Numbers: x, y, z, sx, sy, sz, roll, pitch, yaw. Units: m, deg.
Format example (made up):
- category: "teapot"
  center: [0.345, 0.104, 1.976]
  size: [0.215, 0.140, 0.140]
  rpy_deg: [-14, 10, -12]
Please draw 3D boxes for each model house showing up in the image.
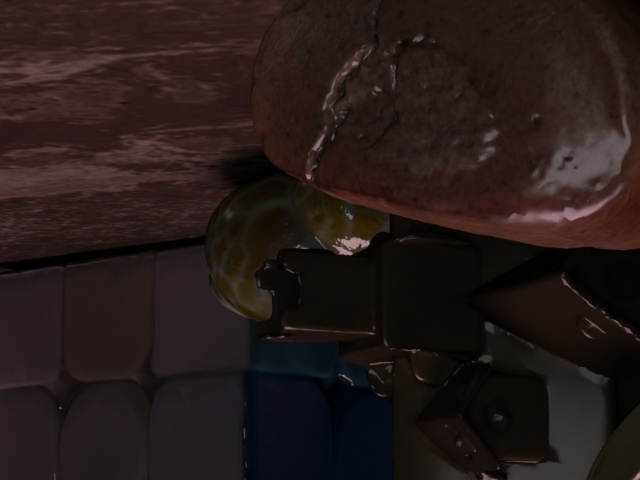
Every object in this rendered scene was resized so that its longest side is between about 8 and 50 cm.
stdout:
- category: "model house"
  center: [0.095, 0.032, 0.721]
  size: [0.243, 0.211, 0.204]
  rpy_deg: [4, 168, -21]

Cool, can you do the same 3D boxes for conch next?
- category: "conch"
  center: [-0.015, 0.000, 0.869]
  size: [0.116, 0.106, 0.173]
  rpy_deg: [-19, -163, -20]

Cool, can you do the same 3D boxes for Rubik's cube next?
- category: "Rubik's cube"
  center: [-0.085, 0.198, 1.298]
  size: [0.347, 0.346, 0.344]
  rpy_deg: [-6, 169, 36]

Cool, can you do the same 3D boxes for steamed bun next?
- category: "steamed bun"
  center: [0.071, -0.055, 0.549]
  size: [0.175, 0.106, 0.145]
  rpy_deg: [11, -177, 33]

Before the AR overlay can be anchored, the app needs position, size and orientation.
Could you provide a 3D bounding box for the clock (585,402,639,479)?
- category: "clock"
  center: [0.239, 0.118, 0.678]
  size: [0.235, 0.029, 0.235]
  rpy_deg: [-10, 133, -10]
